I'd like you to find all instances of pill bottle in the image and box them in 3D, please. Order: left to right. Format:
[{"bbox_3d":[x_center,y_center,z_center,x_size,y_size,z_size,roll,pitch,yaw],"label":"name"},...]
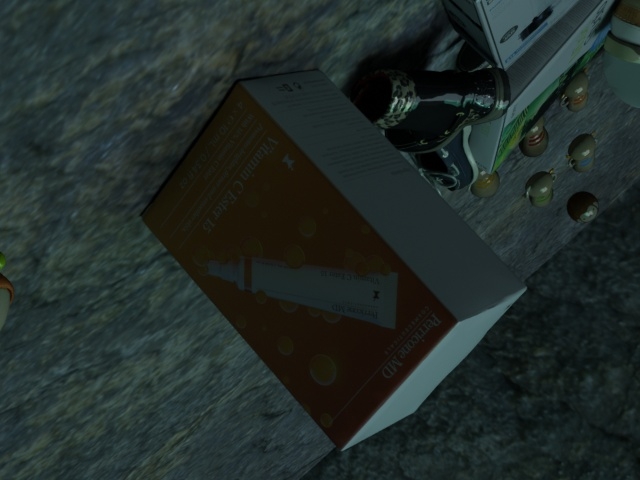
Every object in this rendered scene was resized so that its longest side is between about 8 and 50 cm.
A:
[{"bbox_3d":[0.602,-0.332,2.416,0.265,0.153,0.153,-33,162,-30],"label":"pill bottle"}]

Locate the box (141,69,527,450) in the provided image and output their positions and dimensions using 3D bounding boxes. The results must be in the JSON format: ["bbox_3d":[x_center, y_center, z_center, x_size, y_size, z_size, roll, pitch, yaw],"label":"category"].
[{"bbox_3d":[0.011,0.014,1.555,0.215,0.345,0.168,-51,162,29],"label":"box"}]

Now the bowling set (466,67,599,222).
[{"bbox_3d":[0.398,-0.132,2.400,0.287,0.200,0.154,-46,163,-1],"label":"bowling set"}]

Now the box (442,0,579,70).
[{"bbox_3d":[0.224,-0.313,1.673,0.169,0.087,0.290,-43,164,2],"label":"box"}]

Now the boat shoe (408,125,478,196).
[{"bbox_3d":[0.169,-0.125,2.035,0.079,0.095,0.254,-42,163,-8],"label":"boat shoe"}]

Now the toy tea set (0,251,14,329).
[{"bbox_3d":[-0.381,0.125,1.318,0.200,0.124,0.336,-33,162,-30],"label":"toy tea set"}]

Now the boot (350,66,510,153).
[{"bbox_3d":[0.102,-0.164,1.799,0.179,0.085,0.236,-3,171,-32],"label":"boot"}]

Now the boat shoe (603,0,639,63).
[{"bbox_3d":[0.546,-0.312,2.069,0.302,0.113,0.103,-7,121,-33],"label":"boat shoe"}]

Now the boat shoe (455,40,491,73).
[{"bbox_3d":[0.226,-0.276,1.854,0.152,0.056,0.049,-51,160,-4],"label":"boat shoe"}]

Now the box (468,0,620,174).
[{"bbox_3d":[0.328,-0.260,2.035,0.322,0.058,0.232,-47,166,-14],"label":"box"}]
